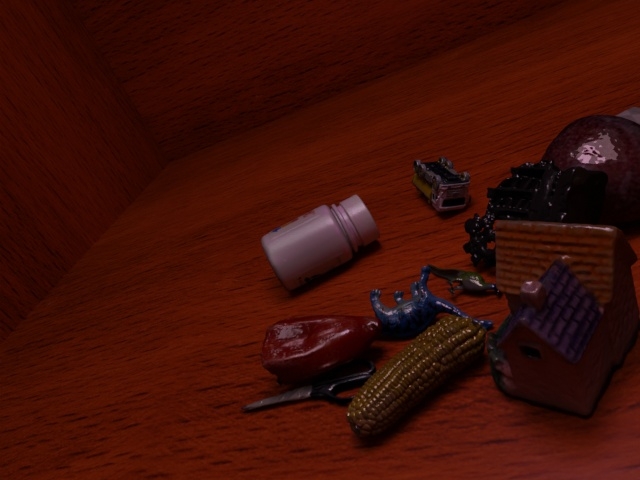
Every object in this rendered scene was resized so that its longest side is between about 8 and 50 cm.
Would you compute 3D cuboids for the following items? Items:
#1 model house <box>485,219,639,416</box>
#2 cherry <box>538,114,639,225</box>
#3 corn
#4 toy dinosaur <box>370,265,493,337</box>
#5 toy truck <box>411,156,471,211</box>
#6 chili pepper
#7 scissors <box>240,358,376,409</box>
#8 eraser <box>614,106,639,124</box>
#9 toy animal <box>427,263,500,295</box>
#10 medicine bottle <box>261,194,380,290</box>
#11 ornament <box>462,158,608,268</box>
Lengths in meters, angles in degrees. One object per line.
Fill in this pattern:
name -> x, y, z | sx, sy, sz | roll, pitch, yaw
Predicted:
model house -> 0.354, 0.097, 0.812 | 0.237, 0.238, 0.202 | -41, 32, -26
cherry -> 0.584, -0.141, 1.059 | 0.300, 0.203, 0.230 | 26, 73, 43
corn -> 0.167, 0.237, 0.902 | 0.291, 0.101, 0.101 | -38, 28, -12
toy dinosaur -> 0.181, 0.142, 1.066 | 0.328, 0.076, 0.145 | -14, 62, 23
toy truck -> 0.329, -0.155, 1.421 | 0.097, 0.114, 0.227 | -8, 26, -8
chili pepper -> 0.004, 0.208, 1.044 | 0.252, 0.137, 0.144 | -18, -15, 28
scissors -> -0.029, 0.306, 1.032 | 0.299, 0.022, 0.109 | -20, 24, 16
eraser -> 0.786, -0.200, 1.114 | 0.213, 0.082, 0.397 | -30, 27, -3
toy animal -> 0.287, 0.085, 1.106 | 0.074, 0.041, 0.216 | -21, 19, -30
medicine bottle -> 0.000, 0.000, 1.379 | 0.292, 0.170, 0.170 | -29, 27, 0
ornament -> 0.413, -0.045, 1.042 | 0.106, 0.252, 0.260 | 6, 10, -32
